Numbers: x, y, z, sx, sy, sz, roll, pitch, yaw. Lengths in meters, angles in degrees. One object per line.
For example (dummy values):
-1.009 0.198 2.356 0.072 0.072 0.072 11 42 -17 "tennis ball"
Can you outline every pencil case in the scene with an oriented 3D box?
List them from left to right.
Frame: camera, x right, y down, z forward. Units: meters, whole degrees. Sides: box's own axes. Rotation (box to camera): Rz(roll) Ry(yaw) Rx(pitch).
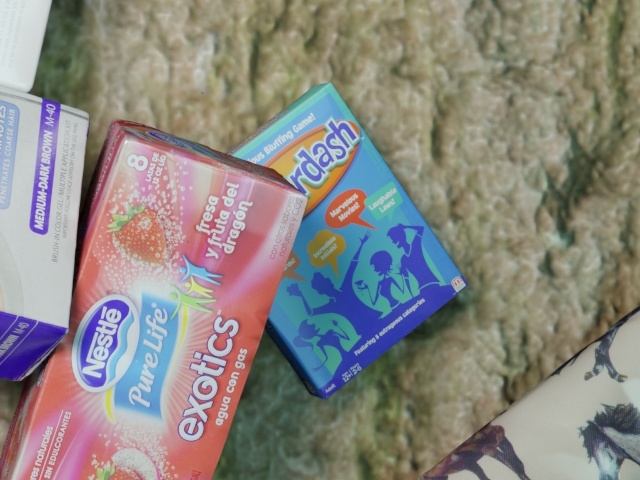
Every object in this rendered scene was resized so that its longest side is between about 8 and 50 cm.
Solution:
0.262 0.175 1.426 0.410 0.160 0.183 -37 86 -15 "pencil case"

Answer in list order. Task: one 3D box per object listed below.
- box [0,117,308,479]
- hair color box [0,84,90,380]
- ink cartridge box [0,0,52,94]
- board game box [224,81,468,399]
-0.132 0.074 1.268 0.142 0.154 0.300 18 97 -13 "box"
-0.337 -0.039 1.155 0.339 0.110 0.185 15 57 -24 "hair color box"
-0.370 -0.238 1.223 0.353 0.119 0.207 13 86 -19 "ink cartridge box"
0.000 0.000 1.393 0.160 0.047 0.210 -38 102 -13 "board game box"
